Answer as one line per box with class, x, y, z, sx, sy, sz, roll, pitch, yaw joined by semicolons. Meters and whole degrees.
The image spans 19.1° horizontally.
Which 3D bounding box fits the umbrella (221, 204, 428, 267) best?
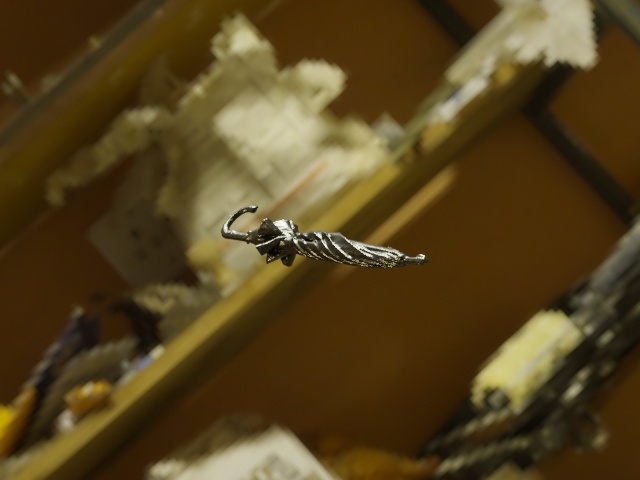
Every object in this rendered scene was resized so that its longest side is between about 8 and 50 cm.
umbrella;-0.003;0.003;0.721;0.022;0.022;0.149;-47;25;-13
